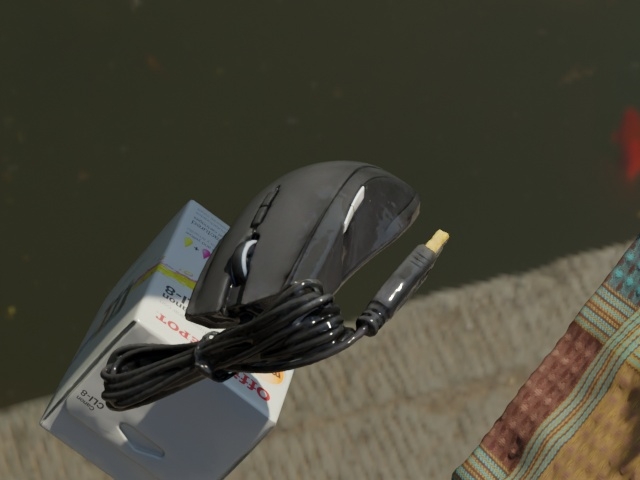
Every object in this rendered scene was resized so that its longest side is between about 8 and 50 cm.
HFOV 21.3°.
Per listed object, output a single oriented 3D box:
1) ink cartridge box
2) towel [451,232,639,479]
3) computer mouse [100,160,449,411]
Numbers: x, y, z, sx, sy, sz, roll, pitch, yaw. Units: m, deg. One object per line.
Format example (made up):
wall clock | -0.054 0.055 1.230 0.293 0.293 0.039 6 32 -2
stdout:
ink cartridge box | -0.099 0.086 1.241 0.128 0.127 0.176 37 30 -11
towel | 0.228 0.131 1.102 0.271 0.040 0.370 -52 23 1
computer mouse | 0.000 0.000 0.937 0.184 0.060 0.262 -15 15 39
